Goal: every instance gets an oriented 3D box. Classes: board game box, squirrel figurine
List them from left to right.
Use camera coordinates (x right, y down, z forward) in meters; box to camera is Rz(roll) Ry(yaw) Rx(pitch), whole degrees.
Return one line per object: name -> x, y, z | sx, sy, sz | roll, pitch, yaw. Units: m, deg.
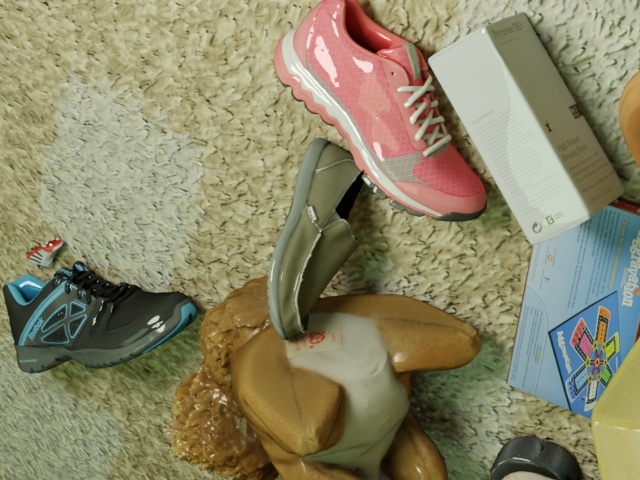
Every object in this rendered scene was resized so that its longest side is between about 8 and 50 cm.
squirrel figurine -> -0.008, 0.254, 1.958 | 0.397, 0.281, 0.371 | 26, 137, 38
board game box -> 0.304, 0.073, 1.764 | 0.145, 0.027, 0.281 | 22, 124, 25

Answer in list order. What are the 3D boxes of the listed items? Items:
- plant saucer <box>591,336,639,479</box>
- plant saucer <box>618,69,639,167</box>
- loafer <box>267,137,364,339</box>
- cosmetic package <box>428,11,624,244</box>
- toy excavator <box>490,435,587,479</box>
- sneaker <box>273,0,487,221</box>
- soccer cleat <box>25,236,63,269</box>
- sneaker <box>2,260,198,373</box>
plant saucer -> 0.396, 0.244, 1.585 | 0.081, 0.333, 0.333 | 3, 143, -12
plant saucer -> 0.391, -0.097, 1.562 | 0.200, 0.037, 0.200 | 31, 151, 19
loafer -> 0.000, 0.000, 1.829 | 0.087, 0.094, 0.251 | 12, 79, 12
cosmetic package -> 0.223, -0.123, 1.643 | 0.085, 0.117, 0.231 | -29, 91, 34
toy excavator -> 0.362, 0.512, 1.850 | 0.445, 0.222, 0.433 | 19, 124, 15
sneaker -> 0.083, -0.153, 1.741 | 0.314, 0.116, 0.136 | 45, 129, 7
soccer cleat -> -0.394, 0.020, 2.210 | 0.083, 0.029, 0.036 | -21, 109, 42
sneaker -> -0.322, 0.101, 2.140 | 0.340, 0.125, 0.140 | -11, 102, 35
